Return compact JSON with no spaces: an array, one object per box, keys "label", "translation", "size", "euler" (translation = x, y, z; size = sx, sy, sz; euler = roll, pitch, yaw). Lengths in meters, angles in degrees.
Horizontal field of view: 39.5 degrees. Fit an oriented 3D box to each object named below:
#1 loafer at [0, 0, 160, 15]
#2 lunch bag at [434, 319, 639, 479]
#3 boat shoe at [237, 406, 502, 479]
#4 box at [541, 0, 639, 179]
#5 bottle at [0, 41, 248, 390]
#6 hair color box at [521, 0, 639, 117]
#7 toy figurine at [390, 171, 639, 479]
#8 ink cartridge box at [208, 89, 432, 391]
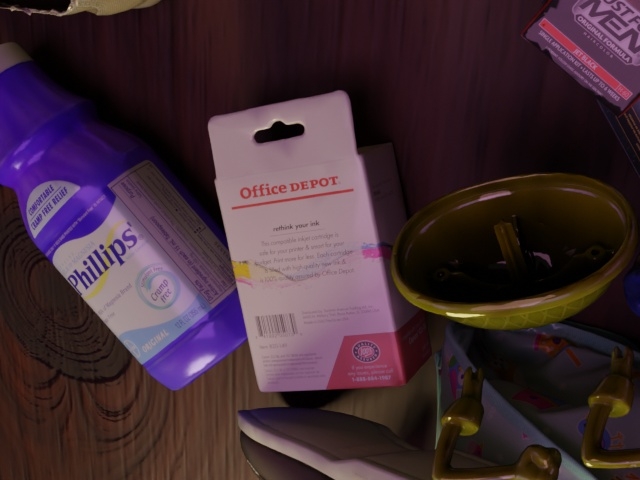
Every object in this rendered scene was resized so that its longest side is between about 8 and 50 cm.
[{"label":"loafer","translation":[-0.237,-0.215,0.622],"size":[0.268,0.092,0.102],"euler":[12,116,18]},{"label":"lunch bag","translation":[0.172,0.186,0.587],"size":[0.262,0.160,0.223],"euler":[32,130,49]},{"label":"boat shoe","translation":[0.020,0.174,0.605],"size":[0.305,0.109,0.091],"euler":[1,88,63]},{"label":"box","translation":[0.208,-0.150,0.486],"size":[0.159,0.044,0.233],"euler":[-26,101,31]},{"label":"bottle","translation":[-0.162,-0.022,0.678],"size":[0.118,0.092,0.283],"euler":[-37,95,33]},{"label":"hair color box","translation":[0.177,-0.140,0.451],"size":[0.072,0.043,0.141],"euler":[41,122,3]},{"label":"toy figurine","translation":[0.243,0.054,0.476],"size":[0.362,0.191,0.217],"euler":[-14,148,18]},{"label":"ink cartridge box","translation":[0.000,0.000,0.622],"size":[0.115,0.067,0.198],"euler":[-7,100,26]}]
